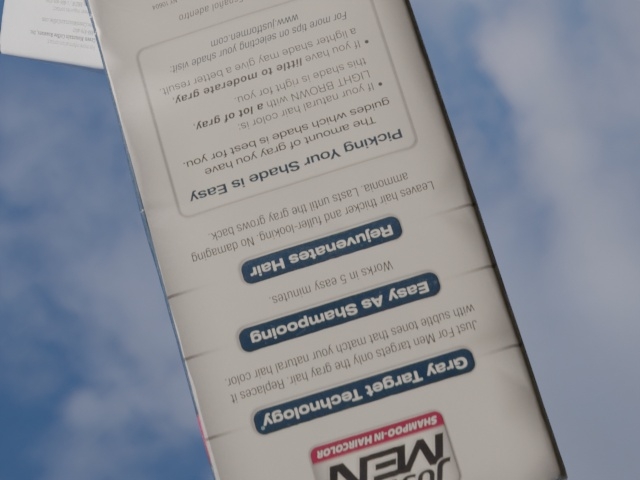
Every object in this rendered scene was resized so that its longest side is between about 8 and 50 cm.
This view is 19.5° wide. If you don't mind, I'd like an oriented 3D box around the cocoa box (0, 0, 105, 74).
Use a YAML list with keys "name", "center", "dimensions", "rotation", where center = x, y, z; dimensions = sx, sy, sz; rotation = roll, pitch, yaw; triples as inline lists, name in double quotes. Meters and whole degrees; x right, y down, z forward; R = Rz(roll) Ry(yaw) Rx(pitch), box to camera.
- name: "cocoa box"
  center: [-0.116, -0.264, 1.818]
  dimensions: [0.228, 0.347, 0.232]
  rotation: [4, -84, -42]

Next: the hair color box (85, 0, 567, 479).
- name: "hair color box"
  center: [0.000, 0.000, 1.015]
  dimensions: [0.105, 0.173, 0.347]
  rotation: [68, -175, -71]

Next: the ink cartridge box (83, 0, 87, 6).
- name: "ink cartridge box"
  center: [-0.098, -0.193, 1.269]
  dimensions: [0.052, 0.122, 0.088]
  rotation: [67, -168, 24]
